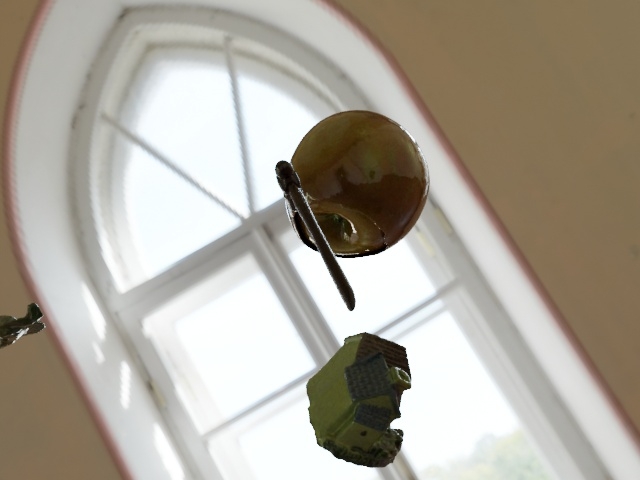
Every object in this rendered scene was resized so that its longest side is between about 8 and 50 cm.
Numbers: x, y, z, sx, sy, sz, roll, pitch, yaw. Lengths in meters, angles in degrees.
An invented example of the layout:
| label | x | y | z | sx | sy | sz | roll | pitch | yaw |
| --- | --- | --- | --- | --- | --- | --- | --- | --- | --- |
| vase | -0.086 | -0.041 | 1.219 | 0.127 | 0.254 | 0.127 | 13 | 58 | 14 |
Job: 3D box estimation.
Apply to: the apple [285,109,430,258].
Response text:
| label | x | y | z | sx | sy | sz | roll | pitch | yaw |
| --- | --- | --- | --- | --- | --- | --- | --- | --- | --- |
| apple | 0.047 | -0.079 | 1.679 | 0.207 | 0.237 | 0.237 | -53 | 2 | -40 |

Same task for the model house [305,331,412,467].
| label | x | y | z | sx | sy | sz | roll | pitch | yaw |
| --- | --- | --- | --- | --- | --- | --- | --- | --- | --- |
| model house | 0.101 | 0.291 | 2.054 | 0.195 | 0.214 | 0.189 | 24 | -66 | -18 |

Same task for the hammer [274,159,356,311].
| label | x | y | z | sx | sy | sz | roll | pitch | yaw |
| --- | --- | --- | --- | --- | --- | --- | --- | --- | --- |
| hammer | 0.000 | 0.000 | 1.038 | 0.021 | 0.178 | 0.065 | -26 | -35 | -4 |

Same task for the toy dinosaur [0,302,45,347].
| label | x | y | z | sx | sy | sz | roll | pitch | yaw |
| --- | --- | --- | --- | --- | --- | --- | --- | --- | --- |
| toy dinosaur | -0.291 | 0.089 | 1.045 | 0.060 | 0.029 | 0.120 | -6 | -23 | -18 |
